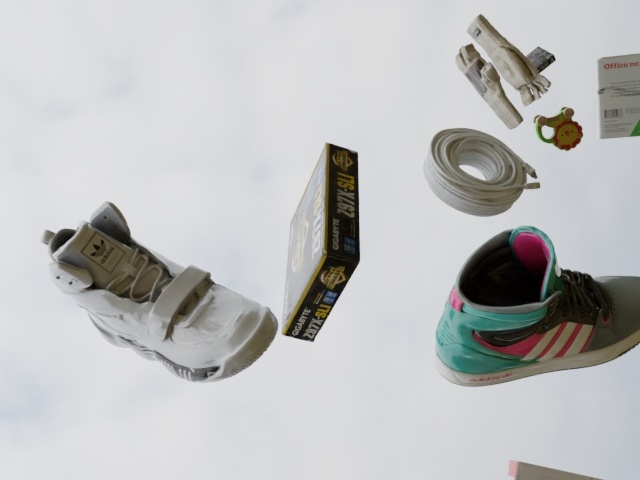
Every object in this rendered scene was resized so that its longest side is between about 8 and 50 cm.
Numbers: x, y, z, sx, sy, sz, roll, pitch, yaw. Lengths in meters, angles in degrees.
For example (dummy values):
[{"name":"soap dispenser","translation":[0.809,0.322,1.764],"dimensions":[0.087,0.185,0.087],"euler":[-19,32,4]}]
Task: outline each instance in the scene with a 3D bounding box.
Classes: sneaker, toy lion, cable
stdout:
[{"name":"sneaker","translation":[0.273,0.057,0.848],"dimensions":[0.295,0.124,0.178],"euler":[-15,-45,-7]},{"name":"toy lion","translation":[0.533,-0.244,1.627],"dimensions":[0.100,0.034,0.096],"euler":[-16,-75,0]},{"name":"cable","translation":[0.383,-0.174,1.820],"dimensions":[0.257,0.257,0.089],"euler":[-18,-32,-28]},{"name":"sneaker","translation":[-0.235,0.068,0.987],"dimensions":[0.137,0.365,0.210],"euler":[-57,-47,-28]}]

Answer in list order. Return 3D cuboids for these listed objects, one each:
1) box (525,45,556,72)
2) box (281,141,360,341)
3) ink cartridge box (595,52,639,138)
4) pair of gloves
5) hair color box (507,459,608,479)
[{"name":"box","translation":[0.518,-0.429,1.771],"dimensions":[0.083,0.067,0.018],"euler":[-39,-51,4]},{"name":"box","translation":[0.000,0.000,1.474],"dimensions":[0.079,0.257,0.322],"euler":[16,-135,-14]},{"name":"ink cartridge box","translation":[0.793,-0.371,1.884],"dimensions":[0.087,0.153,0.208],"euler":[-25,-67,-71]},{"name":"pair of gloves","translation":[0.360,-0.337,1.468],"dimensions":[0.042,0.240,0.204],"euler":[-38,-98,-7]},{"name":"hair color box","translation":[0.315,0.336,0.905],"dimensions":[0.053,0.167,0.093],"euler":[78,-156,-75]}]
